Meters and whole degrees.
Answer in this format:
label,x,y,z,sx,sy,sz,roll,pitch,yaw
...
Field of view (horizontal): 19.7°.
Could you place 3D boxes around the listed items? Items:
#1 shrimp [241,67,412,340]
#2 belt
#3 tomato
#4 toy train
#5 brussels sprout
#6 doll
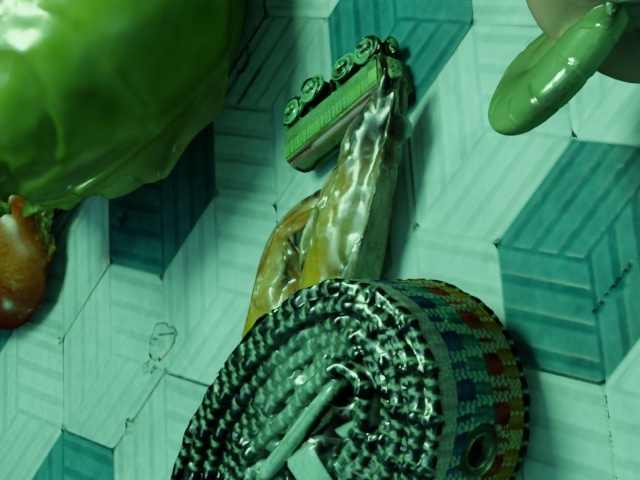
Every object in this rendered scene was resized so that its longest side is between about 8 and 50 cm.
label,x,y,z,sx,sy,sz,roll,pitch,yaw
shrimp,0.000,0.000,1.559,0.164,0.062,0.316,33,107,53
belt,0.026,0.161,1.398,0.207,0.160,0.295,47,117,28
tomato,-0.365,-0.029,1.953,0.200,0.140,0.233,-6,73,57
toy train,0.018,-0.119,1.593,0.148,0.038,0.071,-37,51,39
brussels sprout,-0.238,-0.238,1.729,0.361,0.342,0.425,-41,47,-2
doll,0.196,-0.213,1.241,0.284,0.216,0.268,-52,8,31
